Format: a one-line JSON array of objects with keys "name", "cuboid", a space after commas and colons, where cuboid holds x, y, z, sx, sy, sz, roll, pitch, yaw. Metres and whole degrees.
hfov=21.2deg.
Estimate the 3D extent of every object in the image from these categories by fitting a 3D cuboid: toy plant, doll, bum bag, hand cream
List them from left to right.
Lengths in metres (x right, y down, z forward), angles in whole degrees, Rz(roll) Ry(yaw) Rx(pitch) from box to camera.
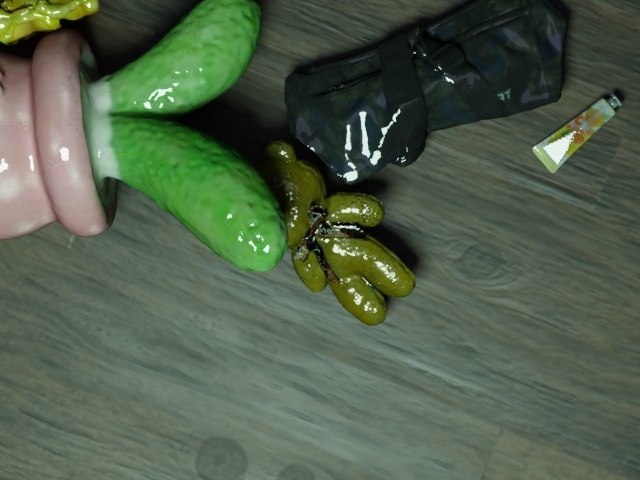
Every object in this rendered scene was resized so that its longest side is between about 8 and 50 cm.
[{"name": "toy plant", "cuboid": [-0.218, -0.087, 1.712, 0.356, 0.210, 0.317, -4, 62, -2]}, {"name": "doll", "cuboid": [0.000, 0.000, 1.756, 0.209, 0.097, 0.137, 42, 131, 7]}, {"name": "bum bag", "cuboid": [0.116, -0.162, 1.768, 0.310, 0.074, 0.137, -23, 83, 3]}, {"name": "hand cream", "cuboid": [0.270, -0.114, 1.784, 0.102, 0.022, 0.035, -40, 93, 9]}]

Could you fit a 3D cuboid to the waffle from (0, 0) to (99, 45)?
[{"name": "waffle", "cuboid": [-0.286, -0.293, 1.740, 0.238, 0.058, 0.243, -14, 48, 8]}]
